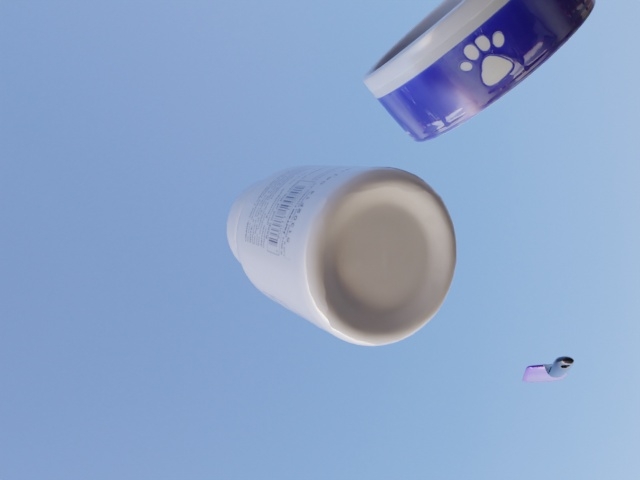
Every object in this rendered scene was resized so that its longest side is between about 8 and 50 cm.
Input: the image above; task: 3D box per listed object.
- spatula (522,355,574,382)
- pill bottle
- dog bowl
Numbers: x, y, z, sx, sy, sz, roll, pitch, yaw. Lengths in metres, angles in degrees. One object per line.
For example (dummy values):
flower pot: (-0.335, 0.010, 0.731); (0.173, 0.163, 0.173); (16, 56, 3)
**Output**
spatula: (0.420, 0.234, 1.129); (0.296, 0.084, 0.030); (53, -146, -71)
pill bottle: (0.000, 0.000, 0.543); (0.131, 0.229, 0.131); (-3, -82, -25)
dog bowl: (0.182, -0.242, 0.751); (0.104, 0.265, 0.265); (48, -125, -12)
